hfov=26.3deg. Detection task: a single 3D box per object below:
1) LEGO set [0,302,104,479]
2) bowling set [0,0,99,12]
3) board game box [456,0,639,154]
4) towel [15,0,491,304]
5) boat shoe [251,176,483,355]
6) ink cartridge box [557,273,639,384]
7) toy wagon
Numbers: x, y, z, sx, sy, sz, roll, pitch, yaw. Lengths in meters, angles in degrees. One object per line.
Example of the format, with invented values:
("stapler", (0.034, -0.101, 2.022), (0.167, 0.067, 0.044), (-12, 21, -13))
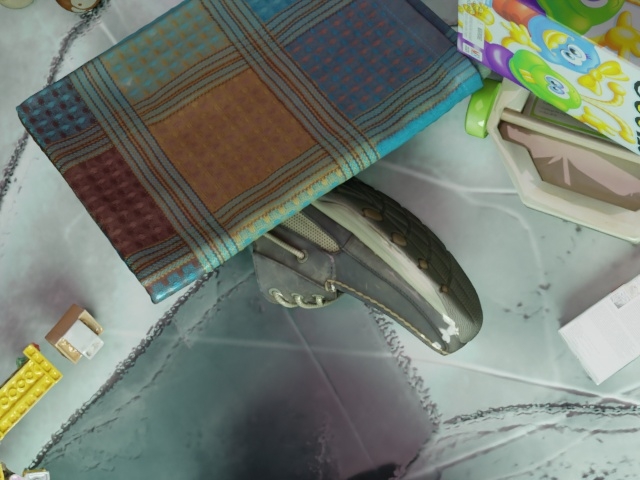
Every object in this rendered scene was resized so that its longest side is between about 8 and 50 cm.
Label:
("LEGO set", (-0.311, 0.201, 1.392), (0.132, 0.107, 0.287), (11, 83, -20))
("bowling set", (-0.314, -0.319, 1.380), (0.200, 0.154, 0.287), (28, 94, 15))
("board game box", (0.266, -0.174, 1.135), (0.275, 0.144, 0.142), (32, 76, 16))
("towel", (-0.065, -0.136, 1.259), (0.370, 0.040, 0.271), (-34, 59, -11))
("boat shoe", (0.000, 0.000, 1.303), (0.355, 0.132, 0.130), (41, 108, 23))
("ink cartridge box", (0.283, 0.075, 1.262), (0.115, 0.029, 0.063), (-37, 78, 9))
("toy wagon", (0.299, -0.175, 1.252), (0.267, 0.068, 0.344), (20, 88, 15))
